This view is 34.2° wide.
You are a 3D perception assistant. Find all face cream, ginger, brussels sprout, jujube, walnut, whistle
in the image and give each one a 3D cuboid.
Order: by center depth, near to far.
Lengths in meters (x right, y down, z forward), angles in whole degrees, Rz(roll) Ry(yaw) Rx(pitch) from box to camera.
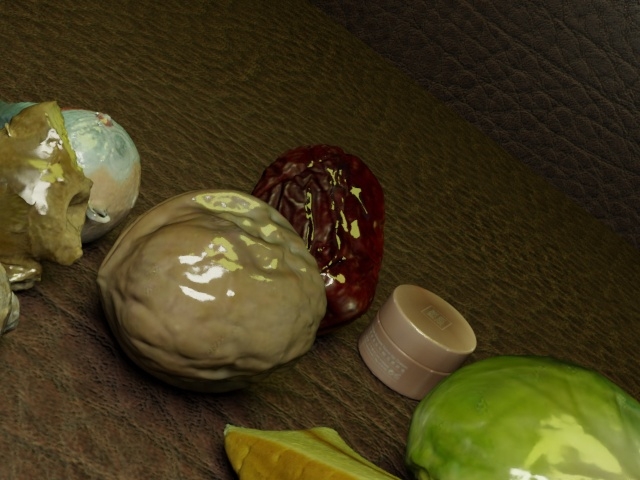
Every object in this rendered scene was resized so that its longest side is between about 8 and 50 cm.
[{"bbox_3d":[-0.394,-0.040,1.181,0.123,0.270,0.218,179,-106,-86],"label":"ginger"},{"bbox_3d":[-0.132,0.060,1.228,0.273,0.227,0.273,23,29,-14],"label":"walnut"},{"bbox_3d":[0.263,0.289,1.259,0.344,0.268,0.344,12,32,-7],"label":"brussels sprout"},{"bbox_3d":[-0.351,-0.121,1.374,0.189,0.189,0.348,10,23,-42],"label":"whistle"},{"bbox_3d":[0.144,0.152,1.552,0.149,0.104,0.149,28,25,-14],"label":"face cream"},{"bbox_3d":[0.000,0.000,1.563,0.216,0.216,0.342,26,31,-18],"label":"jujube"}]

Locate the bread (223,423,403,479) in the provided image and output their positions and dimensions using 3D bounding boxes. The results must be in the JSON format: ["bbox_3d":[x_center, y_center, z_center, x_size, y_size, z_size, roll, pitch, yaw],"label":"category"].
[{"bbox_3d":[0.029,0.345,1.092,0.233,0.244,0.362,27,-9,-37],"label":"bread"}]

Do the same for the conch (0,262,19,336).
[{"bbox_3d":[-0.380,0.051,1.029,0.178,0.163,0.245,57,-1,11],"label":"conch"}]
